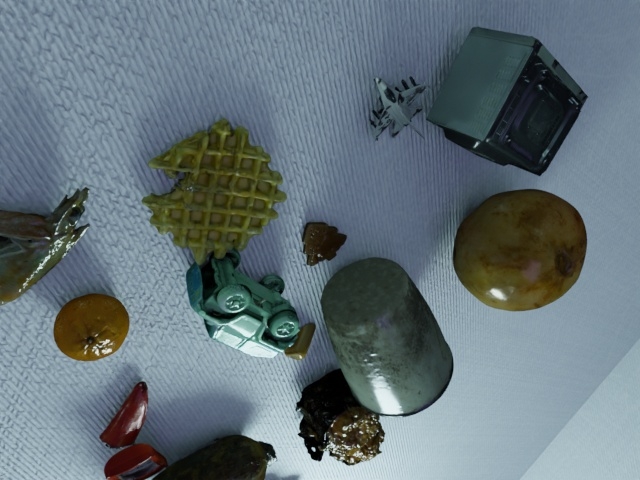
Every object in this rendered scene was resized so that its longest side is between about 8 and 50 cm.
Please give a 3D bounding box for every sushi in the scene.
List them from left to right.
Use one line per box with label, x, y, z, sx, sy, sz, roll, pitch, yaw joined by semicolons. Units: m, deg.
sushi;0.057;0.552;1.343;0.234;0.207;0.349;-36;134;-11

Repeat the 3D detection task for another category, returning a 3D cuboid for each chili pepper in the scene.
chili pepper;-0.444;0.398;1.065;0.088;0.065;0.169;11;110;-53

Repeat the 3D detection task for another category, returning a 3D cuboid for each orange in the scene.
orange;-0.443;0.172;0.885;0.135;0.118;0.136;-11;126;-15

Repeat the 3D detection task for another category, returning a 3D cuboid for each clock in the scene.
clock;-0.451;0.544;1.115;0.113;0.061;0.155;-20;150;-18

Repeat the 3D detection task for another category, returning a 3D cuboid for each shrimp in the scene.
shrimp;-0.523;-0.001;0.762;0.317;0.077;0.168;-41;127;3

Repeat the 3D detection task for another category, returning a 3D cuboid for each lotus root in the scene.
lotus root;-0.305;0.654;1.213;0.397;0.179;0.196;-19;142;-26

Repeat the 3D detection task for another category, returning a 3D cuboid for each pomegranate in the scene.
pomegranate;0.517;0.022;1.221;0.338;0.338;0.338;-14;125;-21

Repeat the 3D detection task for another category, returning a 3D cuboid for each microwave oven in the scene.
microwave oven;0.421;-0.289;0.998;0.295;0.181;0.238;11;109;-44

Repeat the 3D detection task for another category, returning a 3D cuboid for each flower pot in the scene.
flower pot;0.153;0.228;1.153;0.293;0.293;0.330;-32;122;-7

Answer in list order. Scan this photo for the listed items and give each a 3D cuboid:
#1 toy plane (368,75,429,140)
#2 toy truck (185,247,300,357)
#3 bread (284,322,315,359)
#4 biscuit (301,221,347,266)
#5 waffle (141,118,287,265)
toy plane;0.150;-0.287;0.946;0.160;0.082;0.234;-44;142;13
toy truck;-0.168;0.144;0.997;0.156;0.155;0.279;-43;130;12
bread;-0.054;0.268;1.208;0.062;0.103;0.049;-13;126;34
biscuit;0.000;0.000;1.082;0.119;0.019;0.130;-36;130;-4
waffle;-0.202;-0.086;0.883;0.261;0.056;0.250;-36;121;-6
